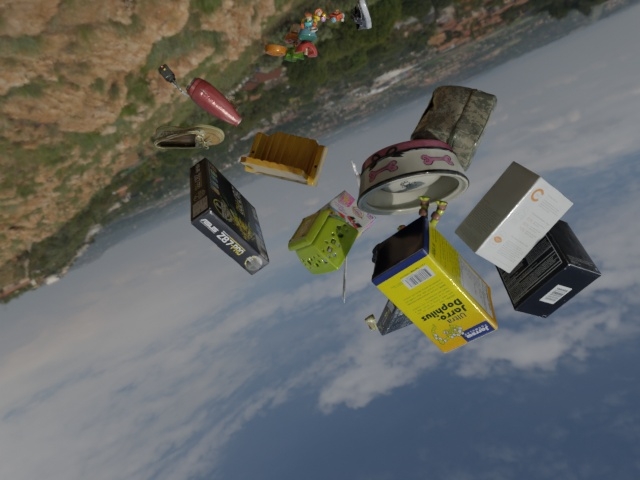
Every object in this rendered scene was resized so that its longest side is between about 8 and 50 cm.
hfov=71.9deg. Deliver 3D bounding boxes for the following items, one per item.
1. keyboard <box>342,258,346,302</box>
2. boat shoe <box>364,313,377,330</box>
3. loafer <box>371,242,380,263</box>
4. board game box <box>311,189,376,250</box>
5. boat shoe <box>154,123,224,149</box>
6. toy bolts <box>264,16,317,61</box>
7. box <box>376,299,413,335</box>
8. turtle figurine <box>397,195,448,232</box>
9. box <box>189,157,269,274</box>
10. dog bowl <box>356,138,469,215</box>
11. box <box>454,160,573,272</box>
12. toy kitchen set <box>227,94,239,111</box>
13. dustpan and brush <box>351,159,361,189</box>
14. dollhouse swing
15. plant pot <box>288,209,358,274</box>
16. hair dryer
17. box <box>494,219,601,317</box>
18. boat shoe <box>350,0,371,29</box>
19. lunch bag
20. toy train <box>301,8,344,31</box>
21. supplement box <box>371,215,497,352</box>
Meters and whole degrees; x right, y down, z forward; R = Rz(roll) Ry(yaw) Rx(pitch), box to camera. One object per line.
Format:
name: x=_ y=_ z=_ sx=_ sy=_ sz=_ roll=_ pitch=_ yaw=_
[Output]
keyboard: x=0.127 y=0.189 z=2.269 sx=0.014 sy=0.256 sz=0.072 roll=0 pitch=157 yaw=11
boat shoe: x=0.239 y=0.392 z=2.089 sx=0.048 sy=0.056 sz=0.153 roll=-21 pitch=153 yaw=0
loafer: x=0.317 y=0.061 z=2.417 sx=0.061 sy=0.062 sz=0.170 roll=-59 pitch=168 yaw=-32
board game box: x=0.109 y=-0.099 z=2.335 sx=0.316 sy=0.242 sz=0.064 roll=-39 pitch=165 yaw=-32
boat shoe: x=-0.551 y=-0.425 z=1.867 sx=0.285 sy=0.104 sz=0.089 roll=-3 pitch=-127 yaw=-4
toy bolts: x=-0.121 y=-0.915 z=1.984 sx=0.218 sy=0.158 sz=0.228 roll=-4 pitch=-167 yaw=-40
box: x=0.336 y=0.278 z=1.767 sx=0.183 sy=0.059 sz=0.232 roll=-16 pitch=146 yaw=-20
turtle figurine: x=0.386 y=-0.038 z=1.564 sx=0.087 sy=0.217 sz=0.269 roll=4 pitch=-164 yaw=-34
box: x=-0.346 y=-0.095 z=1.641 sx=0.097 sy=0.318 sz=0.395 roll=-34 pitch=-143 yaw=8
dog bowl: x=0.328 y=-0.229 z=1.633 sx=0.408 sy=0.150 sz=0.408 roll=-7 pitch=165 yaw=-2
box: x=0.723 y=-0.085 z=1.674 sx=0.345 sy=0.215 sz=0.168 roll=-54 pitch=-151 yaw=18
toy kitchen set: x=-0.431 y=-0.645 z=2.091 sx=0.075 sy=0.083 sz=0.068 roll=-77 pitch=-170 yaw=-59
dustpan and brush: x=0.200 y=-0.318 z=2.261 sx=0.060 sy=0.211 sz=0.147 roll=-7 pitch=-152 yaw=11
dollhouse swing: x=-0.175 y=-0.424 z=2.097 sx=0.347 sy=0.315 sz=0.305 roll=14 pitch=166 yaw=9
plant pot: x=0.000 y=0.000 z=2.010 sx=0.227 sy=0.207 sz=0.228 roll=-19 pitch=-145 yaw=57
hair dryer: x=-0.372 y=-0.474 z=1.461 sx=0.080 sy=0.293 sz=0.223 roll=-53 pitch=163 yaw=7
box: x=0.890 y=0.099 z=1.775 sx=0.294 sy=0.183 sz=0.296 roll=-95 pitch=-153 yaw=-45
boat shoe: x=0.163 y=-0.934 z=1.831 sx=0.076 sy=0.080 sz=0.228 roll=-16 pitch=-174 yaw=12
lunch bag: x=0.517 y=-0.455 z=1.737 sx=0.305 sy=0.256 sz=0.212 roll=-60 pitch=165 yaw=-22
toy train: x=0.004 y=-0.851 z=1.683 sx=0.166 sy=0.046 sz=0.125 roll=-35 pitch=-131 yaw=-23
supplement box: x=0.350 y=0.138 z=1.360 sx=0.195 sy=0.356 sz=0.194 roll=-36 pitch=-162 yaw=30
